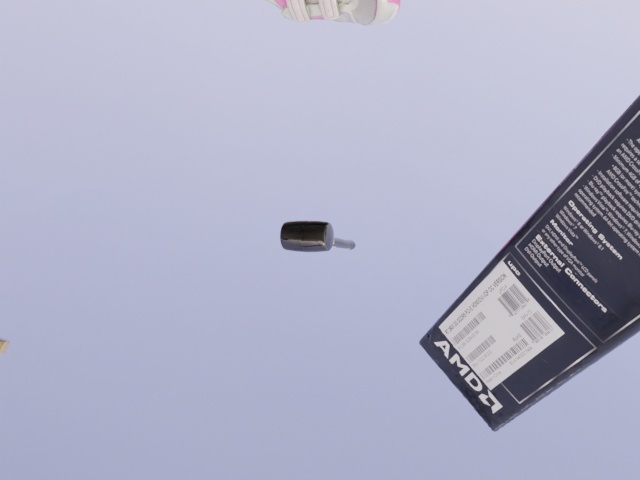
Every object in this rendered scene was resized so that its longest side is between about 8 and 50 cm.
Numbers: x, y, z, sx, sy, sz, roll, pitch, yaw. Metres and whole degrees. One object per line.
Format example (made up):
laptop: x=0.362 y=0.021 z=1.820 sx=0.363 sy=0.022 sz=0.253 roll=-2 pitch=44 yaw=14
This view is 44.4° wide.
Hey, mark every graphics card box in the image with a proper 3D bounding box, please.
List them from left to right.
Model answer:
graphics card box: x=0.227 y=-0.036 z=0.473 sx=0.233 sy=0.371 sz=0.094 roll=-31 pitch=-109 yaw=-30

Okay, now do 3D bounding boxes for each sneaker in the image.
sneaker: x=0.000 y=-0.324 z=1.011 sx=0.111 sy=0.103 sz=0.252 roll=-26 pitch=-148 yaw=-29

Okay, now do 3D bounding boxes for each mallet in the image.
mallet: x=0.000 y=0.000 z=1.026 sx=0.062 sy=0.190 sz=0.039 roll=2 pitch=-93 yaw=13

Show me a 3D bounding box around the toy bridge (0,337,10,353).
toy bridge: x=-0.412 y=0.185 z=0.873 sx=0.063 sy=0.026 sz=0.188 roll=20 pitch=-98 yaw=-5
